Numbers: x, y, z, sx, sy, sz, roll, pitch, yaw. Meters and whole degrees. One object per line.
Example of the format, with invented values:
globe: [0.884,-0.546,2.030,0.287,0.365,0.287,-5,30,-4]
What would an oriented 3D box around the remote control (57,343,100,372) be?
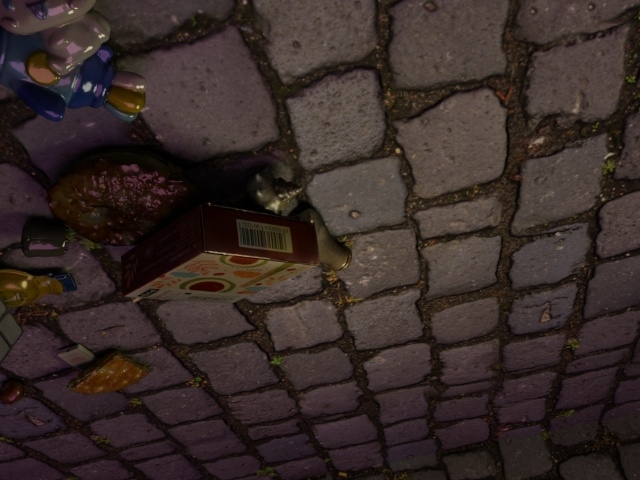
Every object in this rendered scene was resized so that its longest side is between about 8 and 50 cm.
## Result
remote control: [-0.801,0.412,2.118,0.088,0.029,0.190,-18,140,11]

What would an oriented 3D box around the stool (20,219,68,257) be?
stool: [-0.702,-0.003,1.587,0.110,0.096,0.096,3,140,-22]

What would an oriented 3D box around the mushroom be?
mushroom: [-0.007,0.006,1.734,0.096,0.108,0.247,14,157,42]

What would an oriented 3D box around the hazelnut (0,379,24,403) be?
hazelnut: [-1.080,0.530,2.177,0.086,0.086,0.086,-6,141,-5]

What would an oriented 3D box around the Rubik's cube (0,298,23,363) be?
Rubik's cube: [-1.031,0.244,1.546,0.337,0.344,0.343,-18,115,10]

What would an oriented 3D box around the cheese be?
cheese: [-0.829,0.131,1.742,0.271,0.069,0.177,-5,141,-9]

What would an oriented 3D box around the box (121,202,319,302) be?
box: [-0.257,0.049,1.578,0.345,0.122,0.385,9,155,-43]

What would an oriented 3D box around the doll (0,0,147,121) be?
doll: [-0.484,-0.360,1.120,0.376,0.187,0.365,7,134,8]

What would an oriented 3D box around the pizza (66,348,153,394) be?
pizza: [-0.715,0.442,2.124,0.292,0.058,0.197,-9,132,-32]

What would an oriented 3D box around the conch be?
conch: [-0.133,-0.118,1.560,0.137,0.114,0.234,31,162,-29]

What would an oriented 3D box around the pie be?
pie: [-0.471,-0.098,1.508,0.355,0.102,0.288,-1,141,-5]

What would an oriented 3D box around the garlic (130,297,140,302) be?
garlic: [-0.524,0.150,1.835,0.083,0.053,0.041,-28,155,2]
